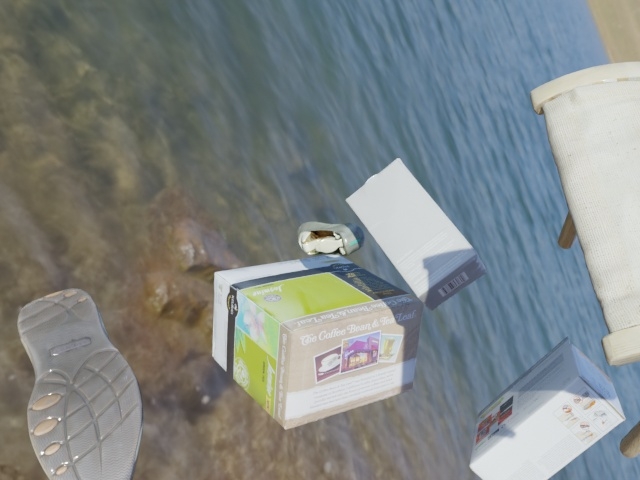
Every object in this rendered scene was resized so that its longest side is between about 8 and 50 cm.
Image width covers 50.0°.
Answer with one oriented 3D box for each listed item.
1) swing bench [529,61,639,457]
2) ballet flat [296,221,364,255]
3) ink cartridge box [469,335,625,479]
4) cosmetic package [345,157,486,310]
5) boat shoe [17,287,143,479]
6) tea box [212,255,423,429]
[{"bbox_3d":[0.297,0.016,0.576,0.254,0.165,0.253,54,27,-51],"label":"swing bench"},{"bbox_3d":[0.000,0.000,1.392,0.068,0.213,0.072,-33,108,-35],"label":"ballet flat"},{"bbox_3d":[0.489,0.387,1.515,0.130,0.309,0.272,44,19,4],"label":"ink cartridge box"},{"bbox_3d":[0.164,-0.012,1.200,0.238,0.127,0.107,58,9,31],"label":"cosmetic package"},{"bbox_3d":[-0.276,0.188,0.810,0.324,0.123,0.116,-125,-152,-49],"label":"boat shoe"},{"bbox_3d":[-0.014,0.194,1.467,0.329,0.323,0.220,-8,111,-33],"label":"tea box"}]
